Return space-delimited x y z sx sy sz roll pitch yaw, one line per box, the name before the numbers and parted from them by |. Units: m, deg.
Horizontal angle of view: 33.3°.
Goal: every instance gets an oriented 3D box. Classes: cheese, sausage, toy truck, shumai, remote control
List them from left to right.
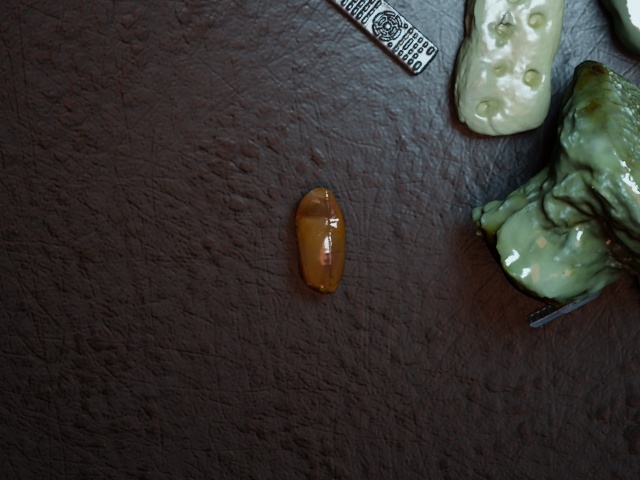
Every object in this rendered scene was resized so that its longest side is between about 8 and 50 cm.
sausage | 0.000 0.000 1.780 0.089 0.089 0.179 0 96 0
remote control | 0.087 -0.368 1.744 0.245 0.025 0.063 41 96 -6
cheese | 0.302 -0.298 1.721 0.159 0.093 0.263 8 100 0
toy truck | 0.400 0.087 1.803 0.136 0.063 0.074 -28 115 9
shumai | 0.408 -0.058 1.652 0.324 0.397 0.323 43 118 -13

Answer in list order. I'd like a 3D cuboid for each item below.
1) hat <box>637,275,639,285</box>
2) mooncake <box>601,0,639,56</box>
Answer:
hat | 0.650 0.100 1.755 0.232 0.161 0.275 -20 102 8
mooncake | 0.577 -0.401 1.683 0.275 0.135 0.275 0 97 3
